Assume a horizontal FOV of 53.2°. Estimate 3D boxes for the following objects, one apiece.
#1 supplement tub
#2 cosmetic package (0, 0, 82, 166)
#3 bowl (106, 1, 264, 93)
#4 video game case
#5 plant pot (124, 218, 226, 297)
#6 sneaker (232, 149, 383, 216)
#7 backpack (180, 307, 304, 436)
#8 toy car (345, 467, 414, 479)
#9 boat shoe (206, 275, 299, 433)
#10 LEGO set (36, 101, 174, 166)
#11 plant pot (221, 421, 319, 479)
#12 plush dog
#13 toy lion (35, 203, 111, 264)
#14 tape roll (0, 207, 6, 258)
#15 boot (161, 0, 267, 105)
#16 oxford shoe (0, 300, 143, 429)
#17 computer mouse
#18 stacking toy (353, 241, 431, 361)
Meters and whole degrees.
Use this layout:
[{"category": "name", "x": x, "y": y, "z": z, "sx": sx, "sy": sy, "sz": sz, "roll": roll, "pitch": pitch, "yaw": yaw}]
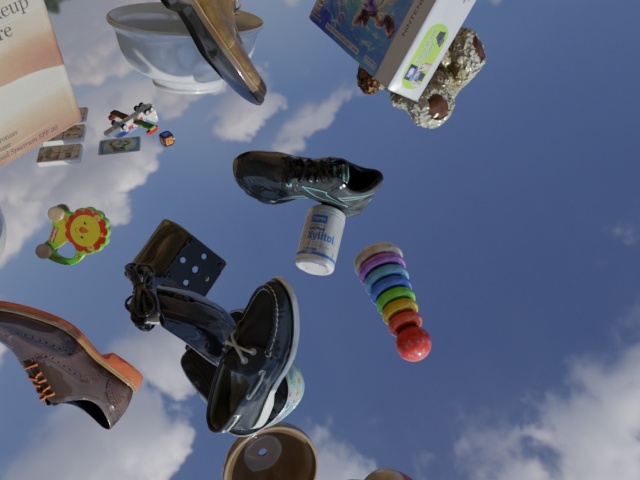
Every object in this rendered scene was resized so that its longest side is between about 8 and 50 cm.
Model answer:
[{"category": "supplement tub", "x": 0.000, "y": 0.000, "z": 1.111, "sx": 0.071, "sy": 0.071, "sz": 0.107, "roll": -9, "pitch": -121, "yaw": 42}, {"category": "cosmetic package", "x": -0.396, "y": -0.245, "z": 0.706, "sx": 0.129, "sy": 0.296, "sz": 0.153, "roll": 29, "pitch": -126, "yaw": 27}, {"category": "bowl", "x": -0.262, "y": -0.374, "z": 1.261, "sx": 0.297, "sy": 0.134, "sz": 0.298, "roll": 4, "pitch": -150, "yaw": -3}, {"category": "video game case", "x": 0.107, "y": -0.362, "z": 0.871, "sx": 0.244, "sy": 0.061, "sz": 0.270, "roll": -60, "pitch": -139, "yaw": 24}, {"category": "plant pot", "x": -0.352, "y": 0.070, "z": 1.631, "sx": 0.167, "sy": 0.187, "sz": 0.188, "roll": 2, "pitch": -125, "yaw": 58}, {"category": "sneaker", "x": -0.017, "y": -0.113, "z": 1.081, "sx": 0.106, "sy": 0.267, "sz": 0.101, "roll": -34, "pitch": -126, "yaw": 53}, {"category": "backpack", "x": -0.163, "y": 0.307, "z": 1.460, "sx": 0.225, "sy": 0.191, "sz": 0.254, "roll": -41, "pitch": -110, "yaw": 11}, {"category": "toy car", "x": 0.150, "y": 0.458, "z": 0.907, "sx": 0.219, "sy": 0.237, "sz": 0.211, "roll": -38, "pitch": -149, "yaw": 58}, {"category": "boat shoe", "x": -0.114, "y": 0.195, "z": 1.027, "sx": 0.114, "sy": 0.091, "sz": 0.303, "roll": 39, "pitch": -56, "yaw": 44}, {"category": "LEGO set", "x": -0.405, "y": -0.199, "z": 1.236, "sx": 0.244, "sy": 0.060, "sz": 0.183, "roll": -8, "pitch": -136, "yaw": -7}, {"category": "plant pot", "x": -0.131, "y": 0.543, "z": 1.567, "sx": 0.237, "sy": 0.237, "sz": 0.109, "roll": -43, "pitch": -159, "yaw": -8}, {"category": "plush dog", "x": 0.197, "y": -0.369, "z": 1.403, "sx": 0.262, "sy": 0.225, "sz": 0.210, "roll": -55, "pitch": -172, "yaw": -20}, {"category": "toy lion", "x": -0.373, "y": -0.007, "z": 0.979, "sx": 0.034, "sy": 0.096, "sz": 0.100, "roll": -94, "pitch": -154, "yaw": -80}, {"category": "tape roll", "x": -0.622, "y": -0.026, "z": 0.952, "sx": 0.246, "sy": 0.246, "sz": 0.169, "roll": -50, "pitch": 174, "yaw": -20}, {"category": "boot", "x": -0.161, "y": -0.363, "z": 1.053, "sx": 0.115, "sy": 0.305, "sz": 0.112, "roll": -46, "pitch": -147, "yaw": -17}, {"category": "oxford shoe", "x": -0.380, "y": 0.178, "z": 0.913, "sx": 0.096, "sy": 0.271, "sz": 0.098, "roll": -20, "pitch": -140, "yaw": 42}, {"category": "computer mouse", "x": -0.229, "y": 0.139, "z": 1.164, "sx": 0.072, "sy": 0.272, "sz": 0.188, "roll": -43, "pitch": -145, "yaw": 8}, {"category": "stacking toy", "x": 0.194, "y": 0.167, "z": 1.662, "sx": 0.141, "sy": 0.141, "sz": 0.331, "roll": -30, "pitch": -131, "yaw": 15}]
